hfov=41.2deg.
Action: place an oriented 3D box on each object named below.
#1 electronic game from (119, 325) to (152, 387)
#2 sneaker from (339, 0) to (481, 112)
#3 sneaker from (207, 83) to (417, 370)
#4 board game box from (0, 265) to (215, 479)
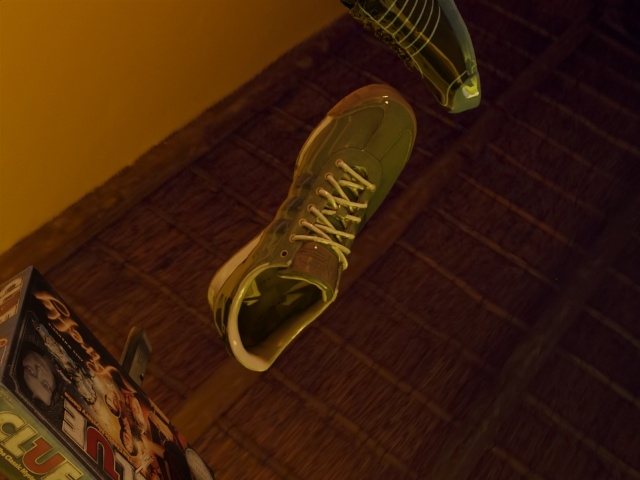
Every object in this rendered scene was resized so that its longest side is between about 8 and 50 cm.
[{"bbox_3d":[-0.251,0.214,1.023,0.048,0.229,0.229,17,-88,-9],"label":"electronic game"},{"bbox_3d":[0.068,-0.204,0.748,0.090,0.081,0.232,-26,-60,1],"label":"sneaker"},{"bbox_3d":[0.000,0.000,0.516,0.064,0.086,0.192,31,-73,-24],"label":"sneaker"},{"bbox_3d":[-0.153,0.150,0.609,0.042,0.165,0.243,-32,-64,3],"label":"board game box"}]
